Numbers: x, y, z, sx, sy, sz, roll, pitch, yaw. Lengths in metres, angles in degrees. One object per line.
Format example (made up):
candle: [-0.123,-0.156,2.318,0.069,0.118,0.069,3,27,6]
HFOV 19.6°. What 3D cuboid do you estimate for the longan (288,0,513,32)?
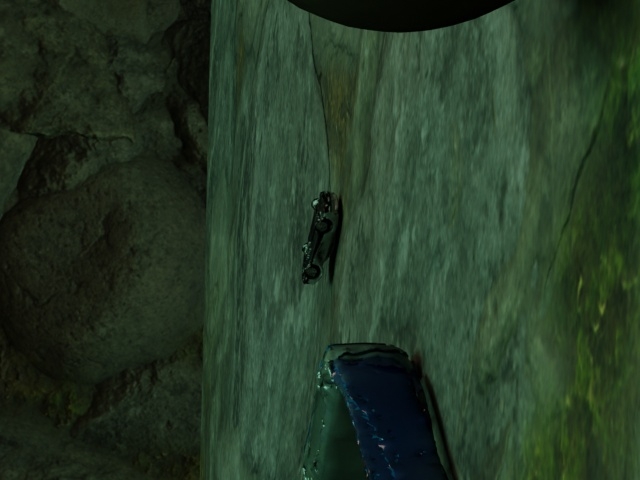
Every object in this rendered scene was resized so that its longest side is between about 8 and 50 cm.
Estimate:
longan: [0.043,-0.192,0.862,0.212,0.198,0.198,-96,12,-54]

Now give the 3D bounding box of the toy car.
toy car: [0.000,0.000,1.654,0.041,0.025,0.093,-95,14,-52]

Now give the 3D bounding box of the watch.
watch: [0.037,0.229,1.213,0.274,0.068,0.276,-109,23,-58]
